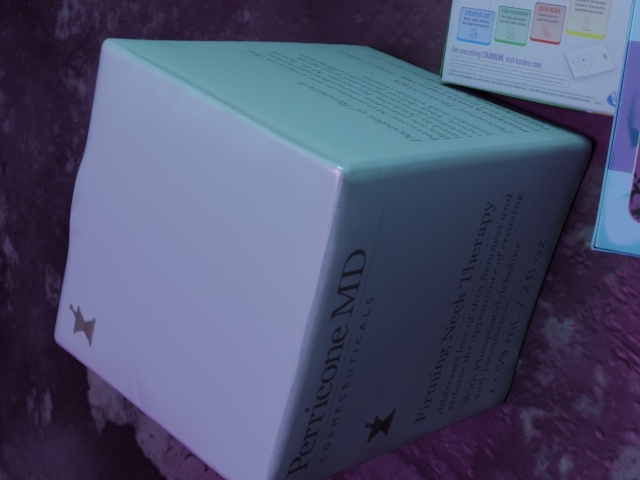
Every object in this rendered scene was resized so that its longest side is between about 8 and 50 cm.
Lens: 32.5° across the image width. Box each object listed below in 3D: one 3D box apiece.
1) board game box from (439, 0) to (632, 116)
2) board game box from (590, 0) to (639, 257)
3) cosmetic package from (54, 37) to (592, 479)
[{"bbox_3d":[0.250,-0.290,1.062,0.242,0.064,0.316,20,110,39],"label":"board game box"},{"bbox_3d":[0.410,-0.087,0.880,0.336,0.079,0.253,13,107,25],"label":"board game box"},{"bbox_3d":[0.000,0.000,1.113,0.327,0.394,0.329,30,117,35],"label":"cosmetic package"}]
